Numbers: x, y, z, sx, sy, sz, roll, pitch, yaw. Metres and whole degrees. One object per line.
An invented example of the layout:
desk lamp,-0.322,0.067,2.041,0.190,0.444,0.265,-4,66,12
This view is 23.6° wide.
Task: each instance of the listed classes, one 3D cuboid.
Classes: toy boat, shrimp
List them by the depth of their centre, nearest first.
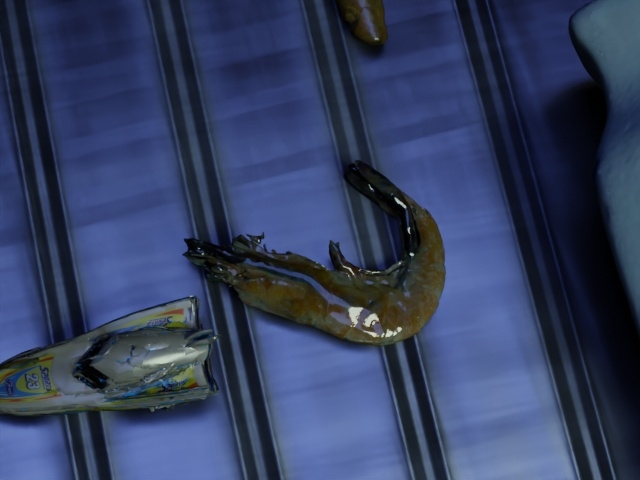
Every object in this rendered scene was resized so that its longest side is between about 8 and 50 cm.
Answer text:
toy boat,-0.181,0.106,1.225,0.210,0.066,0.084,-12,74,-5
shrimp,0.000,0.000,1.271,0.219,0.046,0.152,14,75,-2

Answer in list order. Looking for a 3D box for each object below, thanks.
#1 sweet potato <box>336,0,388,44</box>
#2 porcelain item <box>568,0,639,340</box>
sweet potato,-0.007,-0.333,1.355,0.108,0.079,0.346,-36,79,18
porcelain item,0.319,0.002,1.189,0.179,0.242,0.405,-17,77,12
